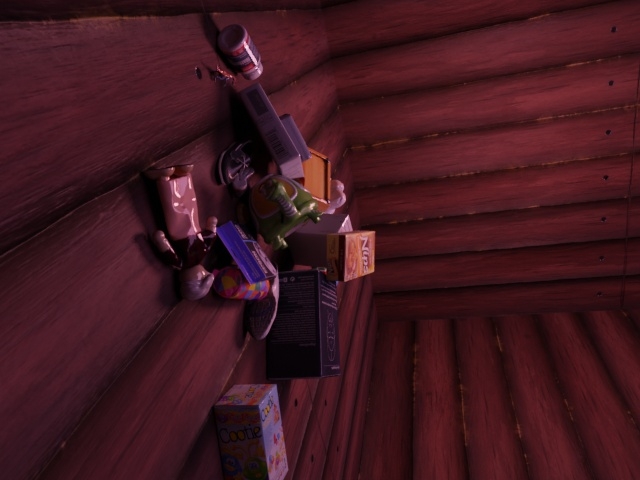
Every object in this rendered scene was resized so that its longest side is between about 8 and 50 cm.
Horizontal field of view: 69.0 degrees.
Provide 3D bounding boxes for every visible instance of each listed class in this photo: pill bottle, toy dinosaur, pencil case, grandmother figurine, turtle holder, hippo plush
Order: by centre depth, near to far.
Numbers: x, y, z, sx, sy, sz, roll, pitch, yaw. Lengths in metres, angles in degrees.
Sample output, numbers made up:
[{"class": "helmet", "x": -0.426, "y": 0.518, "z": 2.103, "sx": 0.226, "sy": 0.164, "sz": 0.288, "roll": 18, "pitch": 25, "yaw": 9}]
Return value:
[{"class": "grandmother figurine", "x": -0.337, "y": -0.015, "z": 1.168, "sx": 0.208, "sy": 0.104, "sz": 0.342, "roll": -21, "pitch": 110, "yaw": -46}, {"class": "pencil case", "x": -0.243, "y": 0.134, "z": 1.447, "sx": 0.236, "sy": 0.104, "sz": 0.104, "roll": 35, "pitch": 50, "yaw": -71}, {"class": "toy dinosaur", "x": -0.306, "y": -0.529, "z": 1.508, "sx": 0.082, "sy": 0.090, "sz": 0.047, "roll": -12, "pitch": 85, "yaw": -31}, {"class": "pill bottle", "x": -0.270, "y": -0.644, "z": 1.612, "sx": 0.180, "sy": 0.108, "sz": 0.108, "roll": 47, "pitch": 39, "yaw": -65}, {"class": "turtle holder", "x": -0.151, "y": -0.108, "z": 1.624, "sx": 0.227, "sy": 0.243, "sz": 0.320, "roll": 53, "pitch": 21, "yaw": 4}, {"class": "hippo plush", "x": 0.032, "y": -0.161, "z": 2.316, "sx": 0.236, "sy": 0.234, "sz": 0.294, "roll": 55, "pitch": 32, "yaw": -60}]

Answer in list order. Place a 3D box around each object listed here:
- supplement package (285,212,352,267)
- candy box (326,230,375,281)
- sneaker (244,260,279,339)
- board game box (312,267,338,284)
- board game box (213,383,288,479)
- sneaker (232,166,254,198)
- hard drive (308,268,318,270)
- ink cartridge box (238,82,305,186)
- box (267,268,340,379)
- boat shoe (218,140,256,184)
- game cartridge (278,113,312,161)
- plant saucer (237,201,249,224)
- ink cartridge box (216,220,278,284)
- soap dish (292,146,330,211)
[{"class": "supplement package", "x": 0.000, "y": 0.000, "z": 2.037, "sx": 0.145, "sy": 0.262, "sz": 0.204, "roll": -60, "pitch": 144, "yaw": -42}, {"class": "candy box", "x": 0.129, "y": 0.056, "z": 1.910, "sx": 0.316, "sy": 0.088, "sz": 0.182, "roll": -8, "pitch": 100, "yaw": -62}, {"class": "sneaker", "x": -0.185, "y": 0.216, "z": 1.621, "sx": 0.129, "sy": 0.111, "sz": 0.297, "roll": 76, "pitch": 17, "yaw": -49}, {"class": "board game box", "x": 0.021, "y": 0.131, "z": 2.494, "sx": 0.242, "sy": 0.064, "sz": 0.316, "roll": -64, "pitch": 145, "yaw": -63}, {"class": "board game box", "x": -0.198, "y": 0.577, "z": 1.352, "sx": 0.144, "sy": 0.142, "sz": 0.275, "roll": -26, "pitch": 110, "yaw": -74}, {"class": "sneaker", "x": -0.270, "y": -0.200, "z": 1.584, "sx": 0.158, "sy": 0.061, "sz": 0.065, "roll": -75, "pitch": -178, "yaw": -51}, {"class": "hard drive", "x": -0.037, "y": 0.305, "z": 2.257, "sx": 0.210, "sy": 0.040, "sz": 0.318, "roll": -9, "pitch": 93, "yaw": -75}, {"class": "ink cartridge box", "x": -0.174, "y": -0.365, "z": 1.757, "sx": 0.308, "sy": 0.091, "sz": 0.385, "roll": 60, "pitch": -5, "yaw": 9}, {"class": "box", "x": -0.061, "y": 0.336, "z": 1.826, "sx": 0.293, "sy": 0.212, "sz": 0.395, "roll": 43, "pitch": 42, "yaw": -69}, {"class": "boat shoe", "x": -0.273, "y": -0.262, "z": 1.524, "sx": 0.233, "sy": 0.079, "sz": 0.084, "roll": -74, "pitch": 156, "yaw": -51}, {"class": "game cartridge", "x": -0.115, "y": -0.395, "z": 1.832, "sx": 0.198, "sy": 0.062, "sz": 0.297, "roll": 66, "pitch": -6, "yaw": -9}, {"class": "plant saucer", "x": -0.264, "y": -0.091, "z": 1.607, "sx": 0.083, "sy": 0.015, "sz": 0.083, "roll": -6, "pitch": 90, "yaw": -75}, {"class": "ink cartridge box", "x": -0.225, "y": 0.036, "z": 1.435, "sx": 0.206, "sy": 0.045, "sz": 0.208, "roll": 56, "pitch": 7, "yaw": 5}, {"class": "soap dish", "x": -0.055, "y": -0.281, "z": 2.114, "sx": 0.229, "sy": 0.118, "sz": 0.290, "roll": 19, "pitch": 65, "yaw": -43}]
